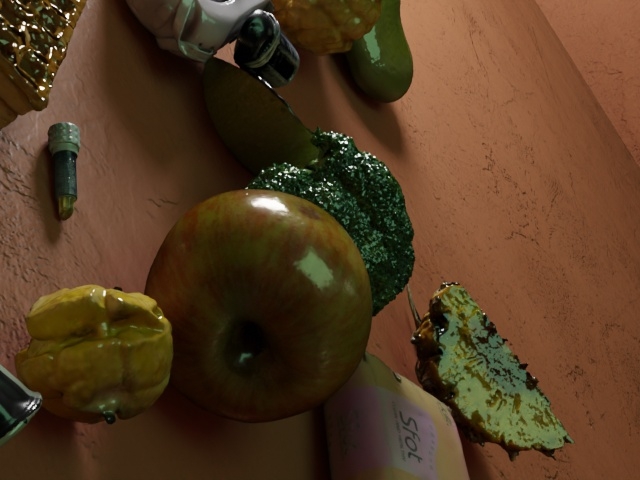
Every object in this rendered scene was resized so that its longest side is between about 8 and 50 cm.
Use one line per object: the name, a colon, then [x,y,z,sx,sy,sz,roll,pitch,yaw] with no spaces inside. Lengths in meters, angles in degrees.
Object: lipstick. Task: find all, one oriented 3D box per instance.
lipstick: [-0.287,-0.077,1.369,0.037,0.037,0.116,26,47,-48]

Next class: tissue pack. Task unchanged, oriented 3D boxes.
tissue pack: [0.098,0.296,1.580,0.215,0.123,0.257,37,29,-35]

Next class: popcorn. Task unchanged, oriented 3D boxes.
popcorn: [-0.221,0.109,1.193,0.152,0.148,0.167,53,7,37]
popcorn: [0.011,-0.422,2.003,0.190,0.250,0.250,85,-8,-63]

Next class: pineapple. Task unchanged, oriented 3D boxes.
pineapple: [0.213,0.220,1.867,0.161,0.158,0.334,-36,93,-23]

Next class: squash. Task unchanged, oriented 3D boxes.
squash: [-0.054,-0.171,1.727,0.237,0.155,0.204,44,32,-23]

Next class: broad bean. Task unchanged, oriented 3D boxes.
broad bean: [0.097,-0.380,2.211,0.189,0.121,0.263,4,63,-54]

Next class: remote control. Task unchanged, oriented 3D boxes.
remote control: [-0.075,-0.270,1.756,0.066,0.090,0.266,21,0,5]

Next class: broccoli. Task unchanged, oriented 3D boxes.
broccoli: [0.000,0.000,1.618,0.269,0.261,0.241,42,-6,-38]

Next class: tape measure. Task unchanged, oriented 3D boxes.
tape measure: [-0.187,-0.349,1.702,0.197,0.120,0.236,45,33,-6]

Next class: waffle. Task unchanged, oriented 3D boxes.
waffle: [-0.371,-0.283,1.356,0.213,0.091,0.308,44,32,-30]

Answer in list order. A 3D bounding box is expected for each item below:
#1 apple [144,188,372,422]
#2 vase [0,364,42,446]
apple: [-0.069,0.065,1.382,0.264,0.264,0.264,40,34,-35]
vase: [-0.379,0.023,1.003,0.360,0.165,0.165,59,27,-14]
